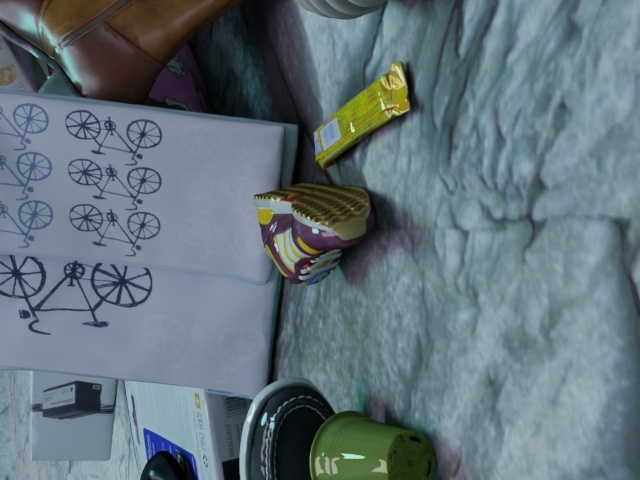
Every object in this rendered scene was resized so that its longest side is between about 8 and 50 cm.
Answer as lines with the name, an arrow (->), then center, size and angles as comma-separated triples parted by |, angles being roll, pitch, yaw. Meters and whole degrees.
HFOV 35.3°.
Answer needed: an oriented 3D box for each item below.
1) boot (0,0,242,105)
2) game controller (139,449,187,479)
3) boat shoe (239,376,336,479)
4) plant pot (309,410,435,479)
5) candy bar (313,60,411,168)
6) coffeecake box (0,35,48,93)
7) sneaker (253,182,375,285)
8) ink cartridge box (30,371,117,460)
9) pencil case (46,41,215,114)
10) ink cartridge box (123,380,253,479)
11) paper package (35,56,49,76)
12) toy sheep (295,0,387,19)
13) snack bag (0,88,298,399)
boot -> -0.192, -0.268, 0.961 | 0.280, 0.096, 0.264 | -42, 60, 19
game controller -> -0.138, 0.407, 1.188 | 0.319, 0.067, 0.166 | 57, 138, 24
boat shoe -> 0.010, 0.267, 0.870 | 0.091, 0.114, 0.302 | 18, 125, 63
plant pot -> 0.048, 0.176, 0.800 | 0.079, 0.083, 0.083 | -16, 83, 52
candy bar -> 0.029, -0.096, 0.810 | 0.161, 0.018, 0.040 | 150, 113, -64
coffeecake box -> -0.356, -0.190, 1.118 | 0.142, 0.068, 0.185 | -119, 5, -52
sneaker -> 0.000, 0.000, 0.857 | 0.185, 0.069, 0.084 | -157, 53, -68
ink cartridge box -> -0.370, 0.157, 1.536 | 0.223, 0.129, 0.307 | -99, 18, -48
pencil case -> -0.218, -0.172, 1.116 | 0.386, 0.167, 0.160 | 66, -168, 26
ink cartridge box -> -0.172, 0.243, 1.286 | 0.371, 0.069, 0.176 | -4, 95, 62
paper package -> -0.391, -0.385, 1.267 | 0.309, 0.168, 0.325 | -57, -21, -55
toy sheep -> 0.020, -0.203, 0.723 | 0.132, 0.091, 0.091 | 10, 107, 58
snack bag -> -0.198, 0.019, 0.996 | 0.037, 0.323, 0.342 | -88, 5, -58
